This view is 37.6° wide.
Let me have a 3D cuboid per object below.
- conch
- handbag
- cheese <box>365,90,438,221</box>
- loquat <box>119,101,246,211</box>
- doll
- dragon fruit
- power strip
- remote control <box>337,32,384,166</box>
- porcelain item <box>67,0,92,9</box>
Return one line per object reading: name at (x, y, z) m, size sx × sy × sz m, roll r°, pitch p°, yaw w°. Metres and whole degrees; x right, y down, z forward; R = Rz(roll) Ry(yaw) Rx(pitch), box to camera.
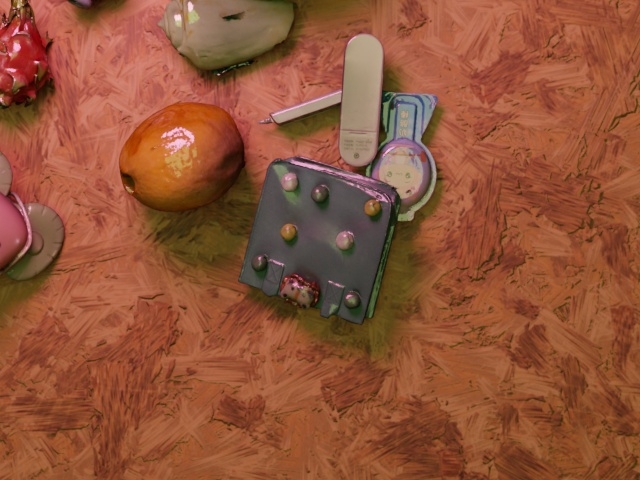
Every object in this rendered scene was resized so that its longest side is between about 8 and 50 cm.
conch at (-0.180, -0.396, 1.776) m, size 0.250 × 0.137 × 0.144 m, roll 13°, pitch 66°, yaw -15°
handbag at (-0.001, -0.002, 1.754) m, size 0.268 × 0.100 × 0.274 m, roll 19°, pitch 100°, yaw 12°
cheese at (0.155, -0.159, 1.782) m, size 0.135 × 0.052 × 0.245 m, roll 4°, pitch 93°, yaw 4°
loquat at (-0.254, -0.153, 1.726) m, size 0.238 × 0.238 × 0.193 m, roll -17°, pitch 98°, yaw 5°
doll at (-0.659, -0.023, 1.794) m, size 0.268 × 0.216 × 0.284 m, roll -43°, pitch 113°, yaw -16°
dragon fruit at (-0.572, -0.364, 1.784) m, size 0.135 × 0.137 × 0.236 m, roll 11°, pitch 91°, yaw 1°
power strip at (0.000, -0.259, 1.784) m, size 0.252 × 0.060 × 0.027 m, roll -19°, pitch 91°, yaw 5°
remote control at (0.074, -0.259, 1.740) m, size 0.077 × 0.022 × 0.245 m, roll 4°, pitch 102°, yaw 3°
porcelain item at (-0.409, -0.563, 1.767) m, size 0.141 × 0.141 × 0.259 m, roll 25°, pitch 86°, yaw 3°
